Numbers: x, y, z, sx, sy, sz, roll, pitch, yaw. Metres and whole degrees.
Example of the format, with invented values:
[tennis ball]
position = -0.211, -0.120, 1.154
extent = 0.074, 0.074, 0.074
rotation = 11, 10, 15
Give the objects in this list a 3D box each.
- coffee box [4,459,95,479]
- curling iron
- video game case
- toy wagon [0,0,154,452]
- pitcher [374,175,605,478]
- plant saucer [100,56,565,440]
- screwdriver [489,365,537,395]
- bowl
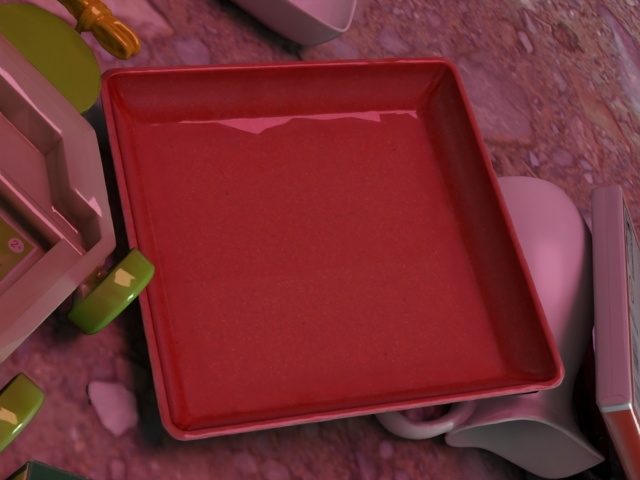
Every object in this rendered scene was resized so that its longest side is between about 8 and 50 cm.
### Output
[coffee box]
position = -0.085, 0.193, 0.605
extent = 0.184, 0.040, 0.113
rotation = 26, 45, -30
[curling iron]
position = 0.205, 0.087, 0.981
extent = 0.068, 0.035, 0.274
rotation = 32, 43, -24
[video game case]
position = 0.251, 0.126, 0.901
extent = 0.204, 0.025, 0.285
rotation = -79, 149, -43
[toy wagon]
position = -0.212, -0.044, 0.640
extent = 0.267, 0.068, 0.344
rotation = 46, 38, -9
[pitcher]
position = 0.120, 0.056, 0.867
extent = 0.178, 0.125, 0.207
rotation = 13, 62, -19
[plant saucer]
position = 0.000, 0.000, 0.772
extent = 0.258, 0.047, 0.259
rotation = -5, 61, -19
[screwdriver]
position = 0.063, 0.092, 0.792
extent = 0.170, 0.025, 0.024
rotation = 1, 74, 0
[bowl]
position = -0.039, -0.228, 0.968
extent = 0.142, 0.053, 0.142
rotation = 32, 43, -24
